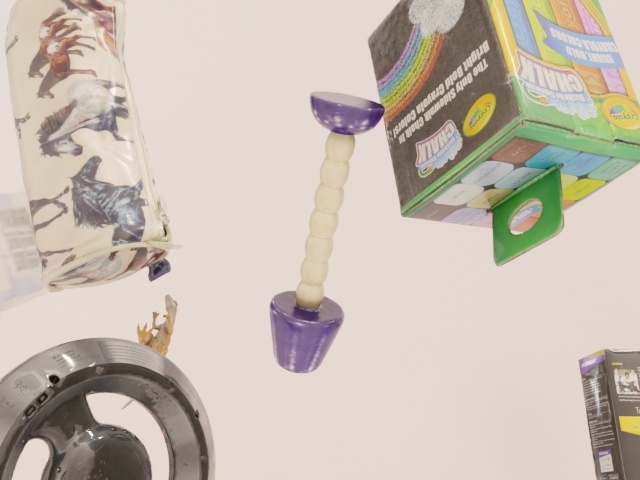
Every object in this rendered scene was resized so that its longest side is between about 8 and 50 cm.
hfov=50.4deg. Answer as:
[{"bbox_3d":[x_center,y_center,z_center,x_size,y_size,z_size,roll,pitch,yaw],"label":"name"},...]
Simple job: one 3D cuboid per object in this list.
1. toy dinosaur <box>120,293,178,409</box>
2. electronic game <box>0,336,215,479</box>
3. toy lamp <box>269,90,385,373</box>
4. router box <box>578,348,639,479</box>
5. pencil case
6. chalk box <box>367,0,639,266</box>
[{"bbox_3d":[-0.284,0.194,1.167,0.064,0.112,0.211,20,-109,7],"label":"toy dinosaur"},{"bbox_3d":[-0.178,0.193,0.542,0.048,0.229,0.229,-10,-87,44],"label":"electronic game"},{"bbox_3d":[0.000,0.000,0.659,0.080,0.080,0.274,15,-69,15],"label":"toy lamp"},{"bbox_3d":[0.580,0.302,1.069,0.309,0.081,0.243,4,-113,-9],"label":"router box"},{"bbox_3d":[-0.304,-0.144,0.903,0.183,0.160,0.410,-14,-104,0],"label":"pencil case"},{"bbox_3d":[0.184,-0.120,0.676,0.180,0.179,0.289,-40,-128,52],"label":"chalk box"}]
